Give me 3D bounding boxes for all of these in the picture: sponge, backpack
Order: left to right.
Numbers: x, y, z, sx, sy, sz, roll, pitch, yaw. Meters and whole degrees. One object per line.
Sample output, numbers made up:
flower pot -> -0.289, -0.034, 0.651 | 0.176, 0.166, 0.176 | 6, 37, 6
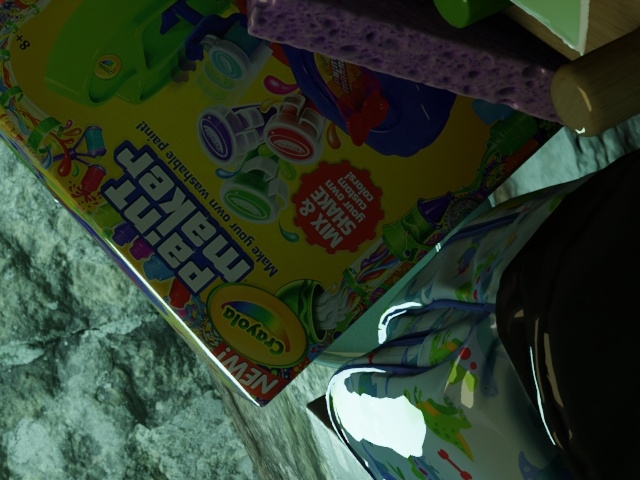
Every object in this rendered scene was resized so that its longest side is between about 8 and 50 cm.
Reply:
sponge -> 0.058, -0.122, 0.660 | 0.117, 0.210, 0.031 | -102, 29, -60
backpack -> 0.154, 0.100, 0.701 | 0.290, 0.273, 0.355 | 46, 180, -12

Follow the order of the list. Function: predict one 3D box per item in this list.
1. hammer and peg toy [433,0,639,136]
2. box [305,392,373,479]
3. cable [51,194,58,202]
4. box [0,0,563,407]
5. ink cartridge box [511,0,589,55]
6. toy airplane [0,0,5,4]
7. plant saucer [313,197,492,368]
hammer and peg toy -> 0.079, -0.236, 0.563 | 0.361, 0.127, 0.266 | 49, 159, 42
box -> 0.118, 0.227, 1.111 | 0.203, 0.167, 0.168 | 32, 146, 62
cable -> -0.199, -0.059, 1.187 | 0.287, 0.140, 0.072 | -114, 33, -73
box -> -0.048, -0.089, 0.787 | 0.290, 0.279, 0.177 | 48, 170, -6
ink cartridge box -> 0.043, -0.198, 0.417 | 0.235, 0.056, 0.171 | 46, 156, 39
toy airplane -> -0.163, -0.211, 1.223 | 0.386, 0.272, 0.384 | 46, -164, 1
plant saucer -> 0.000, 0.000, 1.003 | 0.318, 0.043, 0.317 | 14, 128, 18
